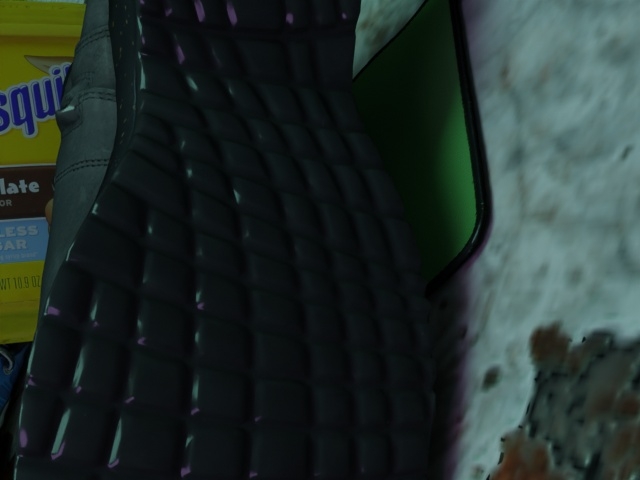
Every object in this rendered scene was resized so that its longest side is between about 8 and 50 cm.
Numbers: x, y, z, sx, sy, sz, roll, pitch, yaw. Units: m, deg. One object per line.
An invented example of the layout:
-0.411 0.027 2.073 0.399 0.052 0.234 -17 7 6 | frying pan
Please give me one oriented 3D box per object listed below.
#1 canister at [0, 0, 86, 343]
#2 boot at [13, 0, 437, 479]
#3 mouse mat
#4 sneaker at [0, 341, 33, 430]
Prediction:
-0.160 -0.035 0.627 0.073 0.126 0.170 -43 56 57 | canister
-0.054 0.023 0.444 0.222 0.118 0.338 128 151 -58 | boot
0.000 0.000 0.474 0.190 0.007 0.152 -45 30 36 | mouse mat
-0.264 0.102 0.771 0.147 0.130 0.330 -65 23 6 | sneaker
